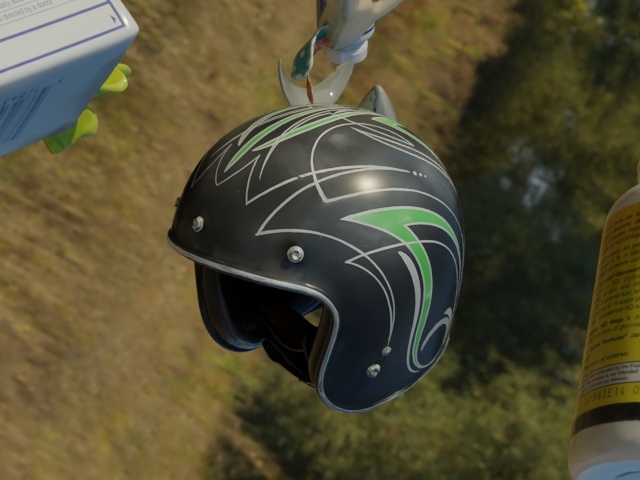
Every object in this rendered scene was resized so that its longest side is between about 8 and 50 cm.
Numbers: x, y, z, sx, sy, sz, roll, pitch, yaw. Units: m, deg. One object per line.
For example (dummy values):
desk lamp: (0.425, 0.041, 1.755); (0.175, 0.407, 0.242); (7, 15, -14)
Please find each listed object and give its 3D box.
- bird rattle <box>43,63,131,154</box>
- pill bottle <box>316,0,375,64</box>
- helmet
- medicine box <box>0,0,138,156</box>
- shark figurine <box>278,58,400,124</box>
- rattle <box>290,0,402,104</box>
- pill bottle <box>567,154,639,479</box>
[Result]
bird rattle: (-0.358, -0.237, 1.863); (0.143, 0.253, 0.207); (-46, -167, 31)
pill bottle: (0.028, -0.261, 1.702); (0.067, 0.067, 0.120); (-58, 155, -46)
helmet: (0.000, 0.000, 0.868); (0.169, 0.169, 0.161); (-57, 141, -51)
medicine box: (-0.340, -0.200, 1.178); (0.263, 0.289, 0.149); (-29, 170, -41)
shark figurine: (0.047, -0.085, 1.430); (0.278, 0.116, 0.166); (-140, -138, -70)
rattle: (0.005, -0.245, 1.375); (0.199, 0.143, 0.130); (-50, 177, 17)
pill bottle: (0.327, 0.063, 1.303); (0.188, 0.188, 0.334); (109, -5, -66)
